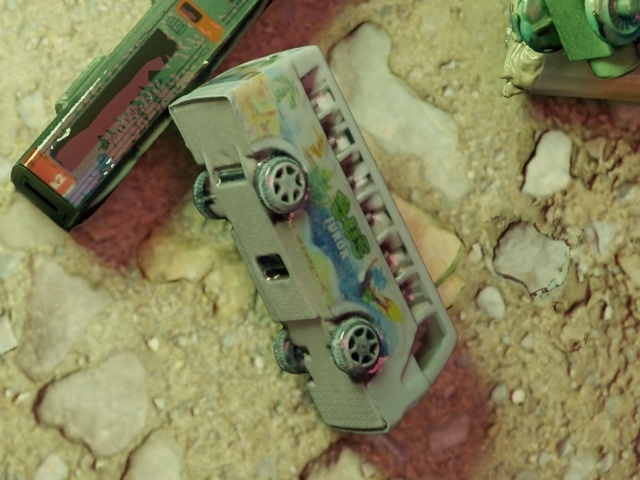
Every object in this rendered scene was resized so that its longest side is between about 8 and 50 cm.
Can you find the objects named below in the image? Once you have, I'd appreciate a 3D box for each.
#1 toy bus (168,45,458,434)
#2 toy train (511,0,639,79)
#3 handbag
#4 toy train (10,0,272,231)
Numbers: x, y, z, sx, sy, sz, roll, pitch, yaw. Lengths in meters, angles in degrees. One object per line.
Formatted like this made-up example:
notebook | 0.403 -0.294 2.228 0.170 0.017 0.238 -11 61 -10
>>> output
toy bus | 0.000 0.000 1.696 0.136 0.109 0.330 -36 108 -34
toy train | 0.236 -0.298 1.721 0.194 0.120 0.298 -36 111 -31
handbag | 0.246 -0.189 1.839 0.173 0.095 0.117 0 77 -19
toy train | -0.117 -0.188 1.736 0.089 0.086 0.409 39 73 -5
